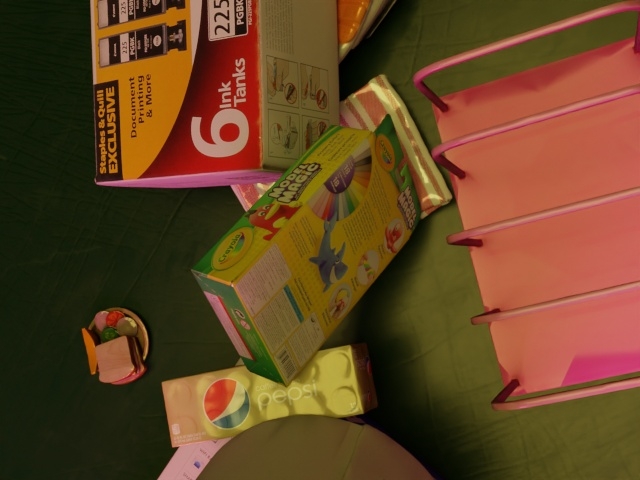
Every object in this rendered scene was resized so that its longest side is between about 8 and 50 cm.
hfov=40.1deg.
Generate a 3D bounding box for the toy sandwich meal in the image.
[{"bbox_3d":[-0.222,0.114,0.942,0.086,0.029,0.085,-1,88,18],"label":"toy sandwich meal"}]

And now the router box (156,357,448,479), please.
[{"bbox_3d":[-0.013,0.319,0.840,0.335,0.082,0.301,37,99,16],"label":"router box"}]

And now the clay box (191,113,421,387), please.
[{"bbox_3d":[0.000,0.000,0.751,0.053,0.127,0.222,15,51,38],"label":"clay box"}]

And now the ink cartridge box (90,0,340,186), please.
[{"bbox_3d":[-0.128,-0.207,0.833,0.272,0.130,0.309,-2,90,34],"label":"ink cartridge box"}]

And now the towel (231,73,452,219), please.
[{"bbox_3d":[0.015,-0.053,0.865,0.197,0.029,0.144,-31,80,19],"label":"towel"}]

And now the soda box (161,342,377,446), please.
[{"bbox_3d":[-0.045,0.138,0.783,0.181,0.058,0.061,-13,82,16],"label":"soda box"}]

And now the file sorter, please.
[{"bbox_3d":[0.209,-0.022,0.727,0.202,0.182,0.290,-15,84,17],"label":"file sorter"}]

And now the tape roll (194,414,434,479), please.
[{"bbox_3d":[-0.017,0.281,0.684,0.246,0.169,0.246,3,102,12],"label":"tape roll"}]

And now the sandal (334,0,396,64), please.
[{"bbox_3d":[0.045,-0.267,0.837,0.102,0.076,0.265,43,116,30],"label":"sandal"}]
